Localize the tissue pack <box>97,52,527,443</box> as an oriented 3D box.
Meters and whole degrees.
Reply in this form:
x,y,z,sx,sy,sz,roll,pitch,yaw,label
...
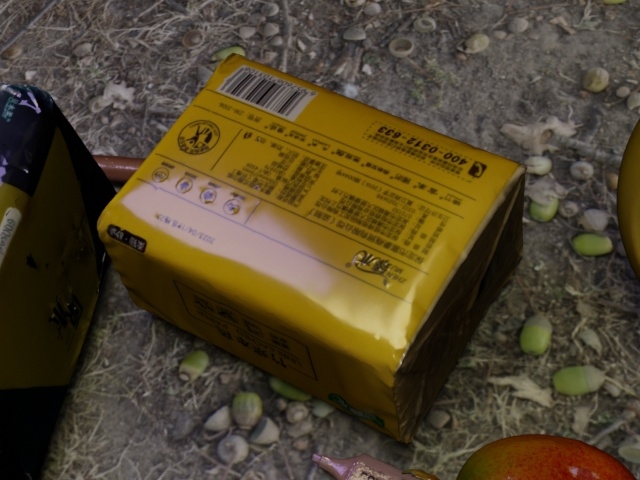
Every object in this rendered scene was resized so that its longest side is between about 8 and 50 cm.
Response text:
x,y,z,sx,sy,sz,roll,pitch,yaw,label
0.000,0.000,1.295,0.382,0.228,0.293,24,63,24,tissue pack

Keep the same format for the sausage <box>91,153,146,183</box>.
x,y,z,sx,sy,sz,roll,pitch,yaw,label
-0.257,-0.092,1.506,0.186,0.043,0.043,6,59,12,sausage

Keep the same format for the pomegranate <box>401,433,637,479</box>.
x,y,z,sx,sy,sz,roll,pitch,yaw,label
0.190,0.281,1.086,0.256,0.221,0.221,17,61,3,pomegranate

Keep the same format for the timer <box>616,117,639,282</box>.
x,y,z,sx,sy,sz,roll,pitch,yaw,label
0.506,-0.051,1.205,0.387,0.376,0.376,-20,54,-31,timer

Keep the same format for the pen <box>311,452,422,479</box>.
x,y,z,sx,sy,sz,roll,pitch,yaw,label
0.078,0.265,1.230,0.197,0.032,0.053,20,63,19,pen

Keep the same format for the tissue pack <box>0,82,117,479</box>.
x,y,z,sx,sy,sz,roll,pitch,yaw,label
-0.410,0.054,1.309,0.253,0.264,0.417,2,57,16,tissue pack
